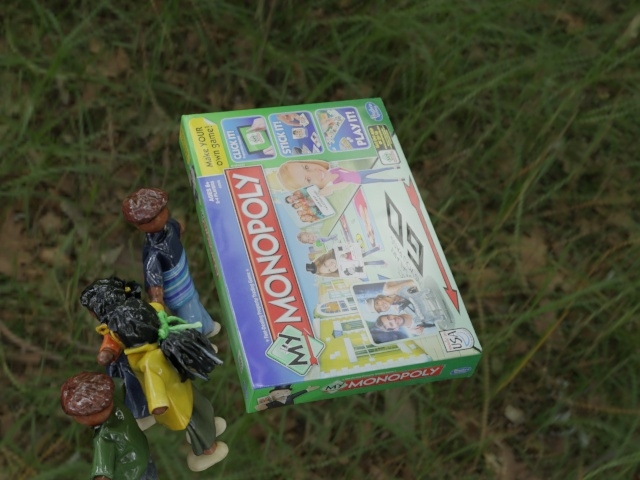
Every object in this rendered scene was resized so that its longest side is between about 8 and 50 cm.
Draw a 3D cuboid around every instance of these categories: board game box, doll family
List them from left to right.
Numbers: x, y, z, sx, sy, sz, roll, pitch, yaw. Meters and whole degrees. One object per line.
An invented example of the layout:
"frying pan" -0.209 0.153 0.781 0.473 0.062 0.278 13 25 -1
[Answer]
"doll family" -0.091 0.053 0.575 0.076 0.111 0.193 -22 33 1
"board game box" 0.000 0.000 1.031 0.213 0.046 0.317 -7 55 -17
